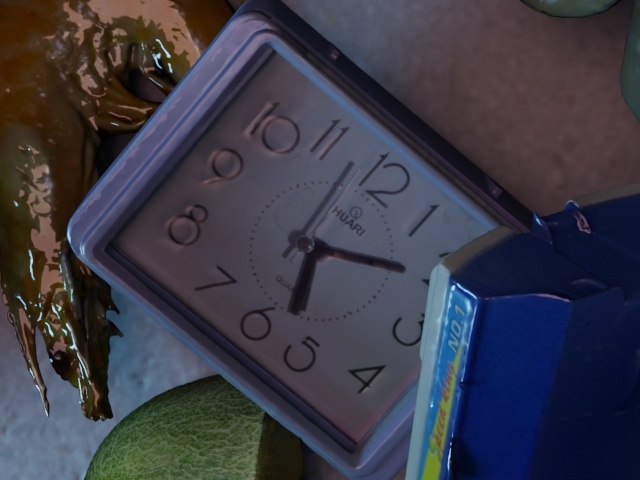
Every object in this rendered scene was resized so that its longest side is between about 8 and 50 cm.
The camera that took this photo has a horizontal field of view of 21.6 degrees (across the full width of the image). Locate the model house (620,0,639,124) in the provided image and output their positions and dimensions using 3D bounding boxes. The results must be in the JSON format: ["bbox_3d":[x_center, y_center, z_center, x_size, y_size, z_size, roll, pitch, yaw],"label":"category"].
[{"bbox_3d":[0.252,-0.104,0.667,0.229,0.220,0.199,-33,65,-29],"label":"model house"}]

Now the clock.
[{"bbox_3d":[0.001,-0.001,0.774,0.193,0.073,0.145,39,102,-7],"label":"clock"}]

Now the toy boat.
[{"bbox_3d":[0.085,0.115,0.728,0.088,0.129,0.295,38,134,38],"label":"toy boat"}]

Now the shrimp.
[{"bbox_3d":[-0.108,-0.034,0.848,0.150,0.068,0.249,1,86,13],"label":"shrimp"}]

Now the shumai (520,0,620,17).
[{"bbox_3d":[0.057,-0.222,0.674,0.267,0.314,0.262,-43,82,2],"label":"shumai"}]

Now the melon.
[{"bbox_3d":[-0.069,0.144,0.825,0.128,0.079,0.160,1,91,17],"label":"melon"}]
